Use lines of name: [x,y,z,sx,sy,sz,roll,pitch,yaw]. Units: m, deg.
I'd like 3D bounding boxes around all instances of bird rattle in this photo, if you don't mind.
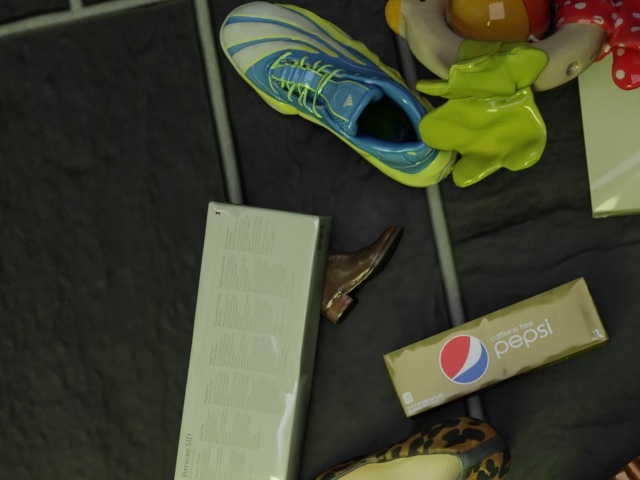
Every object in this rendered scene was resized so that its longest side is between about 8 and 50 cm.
bird rattle: [0.169,-0.175,1.528,0.253,0.143,0.207,-34,55,-16]

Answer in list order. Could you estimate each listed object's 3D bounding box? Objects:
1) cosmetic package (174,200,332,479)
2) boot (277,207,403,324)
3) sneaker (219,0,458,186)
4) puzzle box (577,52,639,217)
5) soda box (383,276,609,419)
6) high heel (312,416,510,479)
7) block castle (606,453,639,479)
cosmetic package: [-0.056,0.091,1.607,0.099,0.060,0.239,9,93,11]
boot: [0.000,0.000,1.642,0.114,0.037,0.106,38,88,15]
sneaker: [0.014,-0.136,1.607,0.240,0.126,0.091,32,88,10]
puzzle box: [0.344,-0.233,1.611,0.272,0.052,0.408,-5,83,7]
soda box: [0.148,0.091,1.595,0.181,0.061,0.058,-22,80,5]
high heel: [0.032,0.218,1.533,0.261,0.186,0.093,-29,81,3]
block castle: [0.403,0.199,1.473,0.453,0.213,0.303,-41,80,1]
